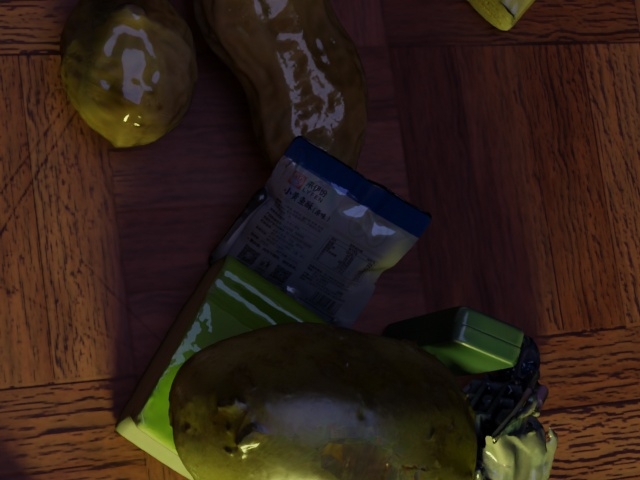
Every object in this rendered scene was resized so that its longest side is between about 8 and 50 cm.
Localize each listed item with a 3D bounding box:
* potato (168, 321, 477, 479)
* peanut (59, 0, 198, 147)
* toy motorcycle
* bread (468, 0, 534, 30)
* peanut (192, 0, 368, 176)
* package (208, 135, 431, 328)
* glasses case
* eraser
[{"bbox_3d":[0.008,0.181,1.643,0.308,0.173,0.210,17,95,-19],"label":"potato"},{"bbox_3d":[-0.191,-0.171,1.767,0.141,0.109,0.159,6,88,-12],"label":"peanut"},{"bbox_3d":[0.185,0.234,1.852,0.239,0.108,0.204,-36,126,-36],"label":"toy motorcycle"},{"bbox_3d":[0.218,-0.340,2.006,0.139,0.060,0.178,43,66,-10],"label":"bread"},{"bbox_3d":[-0.040,-0.198,1.823,0.149,0.149,0.313,-26,97,-26],"label":"peanut"},{"bbox_3d":[0.000,0.000,1.808,0.171,0.027,0.173,32,107,-15],"label":"package"},{"bbox_3d":[0.131,0.106,1.806,0.078,0.184,0.039,23,73,-18],"label":"glasses case"},{"bbox_3d":[-0.038,0.175,1.772,0.274,0.092,0.210,33,69,-13],"label":"eraser"}]
